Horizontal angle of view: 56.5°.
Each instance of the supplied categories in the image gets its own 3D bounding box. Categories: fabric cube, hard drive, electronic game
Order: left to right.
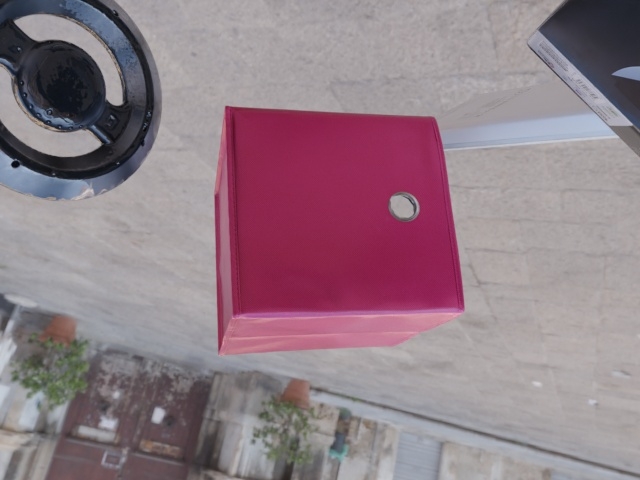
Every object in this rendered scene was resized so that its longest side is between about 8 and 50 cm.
[{"bbox_3d":[-0.262,-0.154,0.599,0.048,0.229,0.229,5,161,43],"label":"electronic game"},{"bbox_3d":[0.000,0.000,0.770,0.258,0.254,0.259,1,161,-13],"label":"fabric cube"},{"bbox_3d":[0.297,-0.172,0.783,0.307,0.203,0.040,5,119,49],"label":"hard drive"}]

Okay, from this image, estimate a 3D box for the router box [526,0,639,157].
[{"bbox_3d":[0.343,-0.125,0.406,0.309,0.243,0.081,46,-163,1],"label":"router box"}]
